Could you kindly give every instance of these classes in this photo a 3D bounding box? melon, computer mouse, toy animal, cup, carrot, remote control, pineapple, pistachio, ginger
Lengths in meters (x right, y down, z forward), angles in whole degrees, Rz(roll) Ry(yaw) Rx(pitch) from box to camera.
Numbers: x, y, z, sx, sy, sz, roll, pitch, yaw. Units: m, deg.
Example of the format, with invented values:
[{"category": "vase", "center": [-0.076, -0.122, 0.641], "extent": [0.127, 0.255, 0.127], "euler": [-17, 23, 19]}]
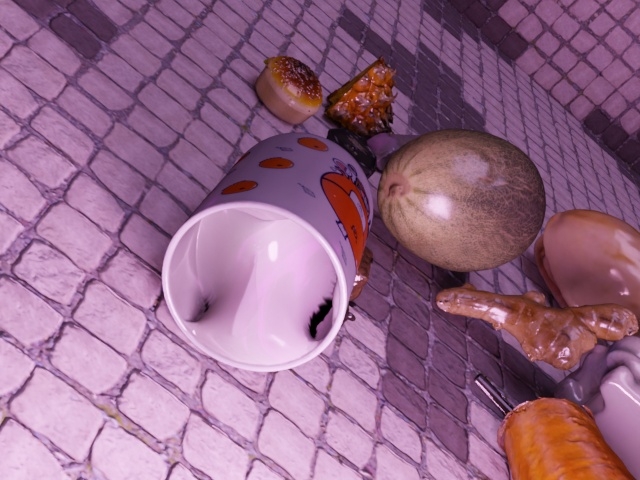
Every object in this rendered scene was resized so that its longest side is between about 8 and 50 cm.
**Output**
[{"category": "melon", "center": [0.245, -0.070, 1.749], "extent": [0.329, 0.248, 0.248], "euler": [10, 41, -37]}, {"category": "computer mouse", "center": [0.047, -0.147, 1.783], "extent": [0.106, 0.062, 0.192], "euler": [45, 19, 3]}, {"category": "toy animal", "center": [0.525, 0.291, 1.696], "extent": [0.241, 0.196, 0.367], "euler": [52, 27, -1]}, {"category": "cup", "center": [-0.050, -0.007, 1.259], "extent": [0.212, 0.212, 0.317], "euler": [41, 24, -8]}, {"category": "carrot", "center": [0.354, 0.349, 1.370], "extent": [0.196, 0.196, 0.254], "euler": [35, 23, -21]}, {"category": "remote control", "center": [0.282, 0.248, 1.593], "extent": [0.091, 0.016, 0.034], "euler": [46, 30, 4]}, {"category": "pineapple", "center": [0.118, -0.274, 1.998], "extent": [0.164, 0.140, 0.250], "euler": [47, 22, 2]}, {"category": "pistachio", "center": [0.583, 0.074, 2.090], "extent": [0.309, 0.230, 0.230], "euler": [48, 25, 17]}, {"category": "ginger", "center": [0.358, 0.136, 1.681], "extent": [0.334, 0.081, 0.147], "euler": [16, 64, 10]}]

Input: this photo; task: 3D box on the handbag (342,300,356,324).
[{"category": "handbag", "center": [0.014, 0.074, 1.416], "extent": [0.072, 0.047, 0.111], "euler": [32, 30, -27]}]

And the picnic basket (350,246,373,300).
[{"category": "picnic basket", "center": [0.000, 0.000, 1.501], "extent": [0.193, 0.055, 0.110], "euler": [41, 25, -12]}]

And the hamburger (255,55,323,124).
[{"category": "hamburger", "center": [-0.053, -0.277, 1.801], "extent": [0.127, 0.081, 0.141], "euler": [32, 29, -25]}]

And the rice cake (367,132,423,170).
[{"category": "rice cake", "center": [0.234, -0.180, 2.049], "extent": [0.399, 0.064, 0.070], "euler": [-4, 43, -47]}]
